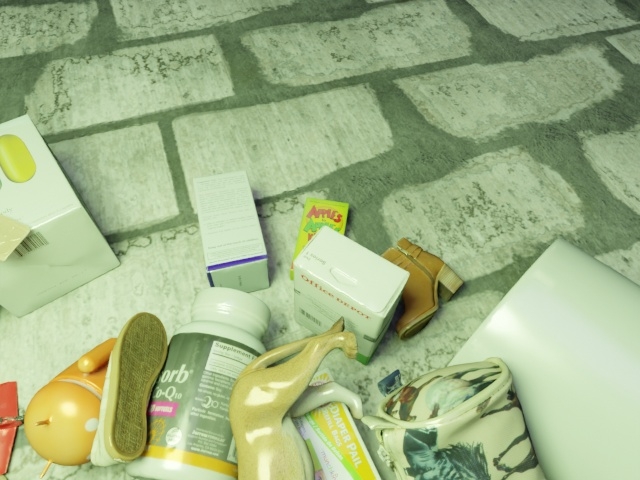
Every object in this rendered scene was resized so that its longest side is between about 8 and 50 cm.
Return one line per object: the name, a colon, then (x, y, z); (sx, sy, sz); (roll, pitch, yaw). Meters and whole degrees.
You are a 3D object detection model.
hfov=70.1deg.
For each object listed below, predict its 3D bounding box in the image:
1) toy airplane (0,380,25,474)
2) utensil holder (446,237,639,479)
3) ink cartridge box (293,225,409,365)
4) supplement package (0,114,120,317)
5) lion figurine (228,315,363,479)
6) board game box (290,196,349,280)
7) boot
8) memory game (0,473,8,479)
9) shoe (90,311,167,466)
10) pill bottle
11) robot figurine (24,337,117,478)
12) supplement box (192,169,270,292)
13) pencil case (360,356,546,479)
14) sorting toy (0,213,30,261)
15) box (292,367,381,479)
toy airplane: (-0.526, 0.291, 0.711); (0.151, 0.028, 0.151); (0, 53, 0)
utensil holder: (0.404, 0.229, 0.636); (0.327, 0.328, 0.385); (-39, 65, -25)
ink cartridge box: (0.043, 0.098, 0.759); (0.160, 0.219, 0.093); (30, 60, 15)
supplement package: (-0.543, -0.046, 0.833); (0.199, 0.198, 0.263); (-31, 64, -21)
lion figurine: (-0.054, 0.285, 0.568); (0.240, 0.142, 0.392); (-6, 54, 0)
board game box: (0.000, 0.000, 0.928); (0.092, 0.043, 0.181); (9, 57, 3)
boot: (0.161, 0.086, 0.866); (0.152, 0.073, 0.197); (40, 51, 20)
memory game: (-0.502, 0.426, 0.636); (0.186, 0.012, 0.186); (2, 56, -3)
shoe: (-0.265, 0.195, 0.625); (0.058, 0.076, 0.219); (-36, 37, 26)
pill bottle: (-0.170, 0.224, 0.699); (0.162, 0.162, 0.279); (9, 56, 3)
robot figurine: (-0.331, 0.236, 0.673); (0.158, 0.219, 0.128); (-36, 96, 19)
supplement box: (-0.175, -0.015, 0.887); (0.113, 0.111, 0.220); (-12, 58, -11)
pencil case: (0.187, 0.355, 0.534); (0.183, 0.160, 0.410); (-17, 91, -4)
sorting toy: (-0.490, -0.009, 0.688); (0.083, 0.012, 0.062); (23, 66, 4)
box: (0.002, 0.315, 0.683); (0.114, 0.103, 0.203); (-21, 60, -15)
